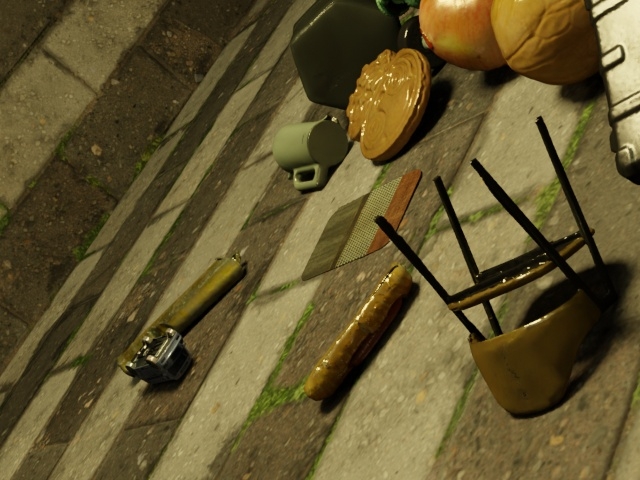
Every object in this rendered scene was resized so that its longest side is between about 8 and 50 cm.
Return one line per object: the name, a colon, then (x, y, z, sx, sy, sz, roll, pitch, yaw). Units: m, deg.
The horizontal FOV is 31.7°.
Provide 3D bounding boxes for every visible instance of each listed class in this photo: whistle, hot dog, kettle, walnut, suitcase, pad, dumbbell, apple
whistle: (-0.263, 0.138, 2.150, 0.326, 0.057, 0.068, -45, 19, 14)
hot dog: (0.054, 0.123, 1.483, 0.216, 0.047, 0.066, -53, -18, -11)
kettle: (-0.024, -0.169, 2.139, 0.127, 0.098, 0.148, -50, 21, -18)
walnut: (0.330, -0.310, 1.483, 0.225, 0.193, 0.193, -43, 20, 21)
suitcase: (0.382, -0.218, 1.183, 0.206, 0.066, 0.286, -31, 56, 46)
pad: (0.014, 0.020, 1.755, 0.323, 0.055, 0.250, -42, 11, -38)
dumbbell: (0.214, -0.348, 1.933, 0.100, 0.100, 0.191, -53, 20, -10)
apple: (0.248, -0.363, 1.737, 0.209, 0.164, 0.209, -7, 60, 12)

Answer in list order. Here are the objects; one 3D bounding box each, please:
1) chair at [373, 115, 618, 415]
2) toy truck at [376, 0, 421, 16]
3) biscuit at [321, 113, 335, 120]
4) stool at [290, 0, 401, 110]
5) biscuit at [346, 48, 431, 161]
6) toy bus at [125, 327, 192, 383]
chair: (0.195, 0.032, 1.162, 0.158, 0.247, 0.172, -30, 3, 44)
toy truck: (0.220, -0.482, 1.959, 0.278, 0.156, 0.155, -10, 7, -16)
biscuit: (-0.003, -0.212, 2.286, 0.119, 0.019, 0.130, -32, 26, 42)
stool: (0.058, -0.364, 2.142, 0.232, 0.232, 0.141, -43, 17, 18)
biscuit: (0.110, -0.244, 1.958, 0.202, 0.044, 0.289, -66, 24, 12)
toy bus: (-0.286, 0.213, 2.032, 0.167, 0.076, 0.073, -20, 33, 59)
